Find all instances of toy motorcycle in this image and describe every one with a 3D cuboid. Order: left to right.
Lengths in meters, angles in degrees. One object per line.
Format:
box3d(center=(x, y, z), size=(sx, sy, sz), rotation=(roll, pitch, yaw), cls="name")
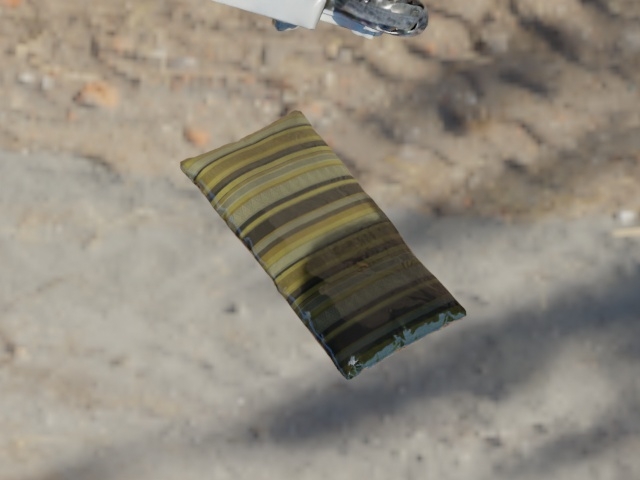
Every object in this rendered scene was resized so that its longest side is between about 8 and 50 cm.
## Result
box3d(center=(-0.046, -0.174, 1.078), size=(0.228, 0.151, 0.074), rotation=(12, 112, -19), cls="toy motorcycle")

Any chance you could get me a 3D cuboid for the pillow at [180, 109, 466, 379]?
box3d(center=(0.000, 0.000, 1.279), size=(0.113, 0.203, 0.038), rotation=(-25, 156, -30), cls="pillow")
